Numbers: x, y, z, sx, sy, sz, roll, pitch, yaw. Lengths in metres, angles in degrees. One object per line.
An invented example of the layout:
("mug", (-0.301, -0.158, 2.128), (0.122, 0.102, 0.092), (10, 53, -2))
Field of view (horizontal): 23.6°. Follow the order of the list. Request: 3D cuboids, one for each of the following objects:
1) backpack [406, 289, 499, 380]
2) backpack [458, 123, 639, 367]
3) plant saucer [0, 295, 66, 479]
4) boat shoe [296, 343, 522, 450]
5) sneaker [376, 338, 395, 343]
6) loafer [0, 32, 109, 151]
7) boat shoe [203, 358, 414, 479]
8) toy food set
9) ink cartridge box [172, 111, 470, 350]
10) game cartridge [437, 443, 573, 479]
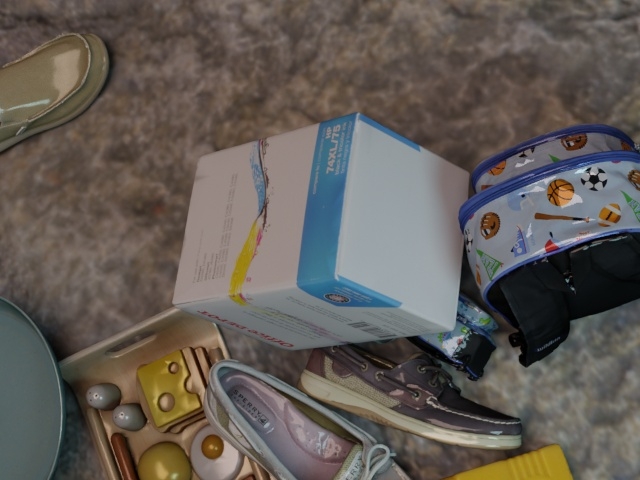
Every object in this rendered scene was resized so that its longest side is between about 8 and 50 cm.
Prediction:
("backpack", (0.149, 0.099, 1.808), (0.114, 0.105, 0.084), (31, 88, 24))
("backpack", (0.280, -0.010, 1.692), (0.276, 0.263, 0.213), (-27, 74, 15))
("plant saucer", (-0.443, 0.224, 2.003), (0.317, 0.043, 0.318), (-3, 85, 34))
("boat shoe", (0.108, 0.177, 1.813), (0.285, 0.103, 0.092), (14, 92, 27))
("sneaker", (0.093, 0.044, 1.850), (0.065, 0.076, 0.166), (23, 90, 22))
("loafer", (-0.404, -0.192, 2.057), (0.268, 0.092, 0.102), (-33, 72, 12))
("boat shoe", (-0.004, 0.253, 1.810), (0.320, 0.103, 0.118), (38, 73, 10))
("toy food set", (-0.196, 0.253, 1.913), (0.219, 0.092, 0.306), (-26, 74, 14))
("ink cartridge box", (0.000, 0.000, 1.761), (0.270, 0.198, 0.197), (-11, 64, 43))
("game cartridge", (0.167, 0.404, 1.701), (0.323, 0.053, 0.285), (-16, 75, -14))
